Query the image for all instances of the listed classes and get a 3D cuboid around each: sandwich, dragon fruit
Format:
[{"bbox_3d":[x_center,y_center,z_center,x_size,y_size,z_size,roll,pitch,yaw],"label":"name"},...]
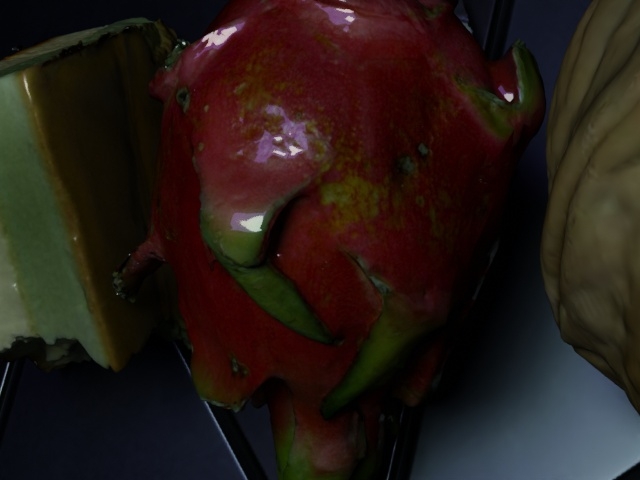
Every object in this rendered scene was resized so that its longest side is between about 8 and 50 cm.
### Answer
[{"bbox_3d":[-0.131,-0.022,0.737,0.108,0.220,0.186,-10,106,16],"label":"sandwich"},{"bbox_3d":[0.001,-0.010,0.630,0.198,0.269,0.200,4,45,2],"label":"dragon fruit"}]

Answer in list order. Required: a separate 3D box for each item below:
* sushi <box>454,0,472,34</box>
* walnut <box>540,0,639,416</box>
[{"bbox_3d":[0.033,-0.074,0.729,0.126,0.026,0.120,-17,69,9],"label":"sushi"},{"bbox_3d":[0.233,-0.026,0.503,0.313,0.252,0.277,-28,75,25],"label":"walnut"}]
